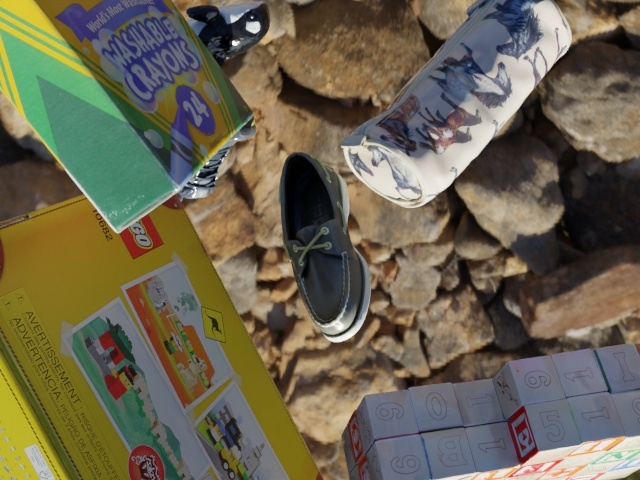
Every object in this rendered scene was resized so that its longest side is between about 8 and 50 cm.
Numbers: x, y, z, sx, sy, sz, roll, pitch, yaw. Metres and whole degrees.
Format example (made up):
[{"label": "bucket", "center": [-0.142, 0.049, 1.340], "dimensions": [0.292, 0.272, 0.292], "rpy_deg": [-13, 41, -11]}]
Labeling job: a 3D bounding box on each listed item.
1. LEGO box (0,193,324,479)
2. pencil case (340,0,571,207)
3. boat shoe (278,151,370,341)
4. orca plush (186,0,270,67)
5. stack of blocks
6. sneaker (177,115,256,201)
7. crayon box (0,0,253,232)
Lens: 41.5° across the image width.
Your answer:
[{"label": "LEGO box", "center": [-0.219, 0.203, 0.922], "dimensions": [0.193, 0.372, 0.500], "rpy_deg": [-25, 95, 25]}, {"label": "pencil case", "center": [0.212, -0.233, 1.330], "dimensions": [0.410, 0.160, 0.183], "rpy_deg": [-47, 113, -15]}, {"label": "boat shoe", "center": [-0.004, 0.002, 1.210], "dimensions": [0.109, 0.305, 0.091], "rpy_deg": [-27, 139, 21]}, {"label": "orca plush", "center": [-0.211, -0.307, 1.393], "dimensions": [0.287, 0.151, 0.102], "rpy_deg": [-16, 80, -22]}, {"label": "stack of blocks", "center": [0.183, 0.182, 0.806], "dimensions": [0.297, 0.087, 0.171], "rpy_deg": [-5, 151, -12]}, {"label": "sneaker", "center": [-0.198, -0.137, 1.420], "dimensions": [0.300, 0.111, 0.121], "rpy_deg": [-16, 87, 53]}, {"label": "crayon box", "center": [-0.209, -0.190, 0.729], "dimensions": [0.083, 0.203, 0.323], "rpy_deg": [-31, 105, 25]}]
